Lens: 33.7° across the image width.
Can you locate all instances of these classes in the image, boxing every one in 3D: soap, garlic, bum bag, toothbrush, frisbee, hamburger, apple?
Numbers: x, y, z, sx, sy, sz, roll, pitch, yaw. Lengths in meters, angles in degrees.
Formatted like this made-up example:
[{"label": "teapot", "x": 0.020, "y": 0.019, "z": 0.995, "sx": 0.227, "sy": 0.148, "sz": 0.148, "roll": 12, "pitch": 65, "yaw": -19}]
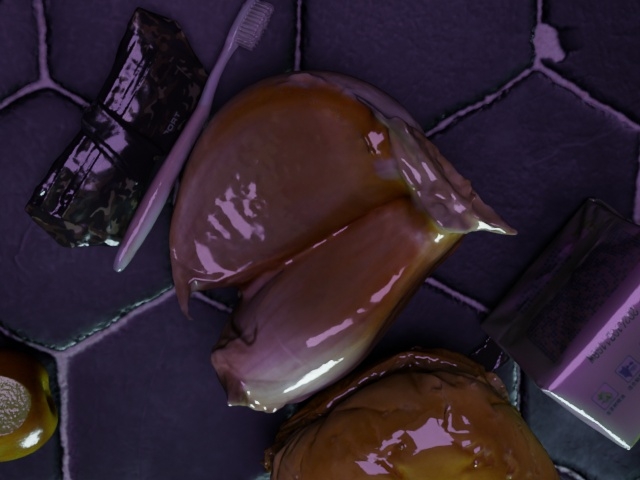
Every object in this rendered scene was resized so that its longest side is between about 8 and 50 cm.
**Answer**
[{"label": "soap", "x": 0.300, "y": 0.081, "z": 1.099, "sx": 0.138, "sy": 0.182, "sz": 0.199, "roll": 39, "pitch": 94, "yaw": -18}, {"label": "garlic", "x": 0.000, "y": 0.000, "z": 1.026, "sx": 0.313, "sy": 0.249, "sz": 0.286, "roll": -40, "pitch": 124, "yaw": 19}, {"label": "bum bag", "x": -0.193, "y": -0.102, "z": 1.041, "sx": 0.102, "sy": 0.069, "sz": 0.248, "roll": 29, "pitch": 98, "yaw": -14}, {"label": "toothbrush", "x": -0.125, "y": -0.104, "z": 1.037, "sx": 0.029, "sy": 0.025, "sz": 0.307, "roll": 25, "pitch": 85, "yaw": 23}, {"label": "frisbee", "x": 0.147, "y": 0.171, "z": 1.191, "sx": 0.187, "sy": 0.012, "sz": 0.211, "roll": -38, "pitch": 106, "yaw": 1}, {"label": "hamburger", "x": 0.100, "y": 0.267, "z": 1.124, "sx": 0.318, "sy": 0.158, "sz": 0.319, "roll": -2, "pitch": 117, "yaw": -4}, {"label": "apple", "x": -0.321, "y": 0.167, "z": 1.077, "sx": 0.102, "sy": 0.099, "sz": 0.114, "roll": -3, "pitch": 79, "yaw": -14}]
